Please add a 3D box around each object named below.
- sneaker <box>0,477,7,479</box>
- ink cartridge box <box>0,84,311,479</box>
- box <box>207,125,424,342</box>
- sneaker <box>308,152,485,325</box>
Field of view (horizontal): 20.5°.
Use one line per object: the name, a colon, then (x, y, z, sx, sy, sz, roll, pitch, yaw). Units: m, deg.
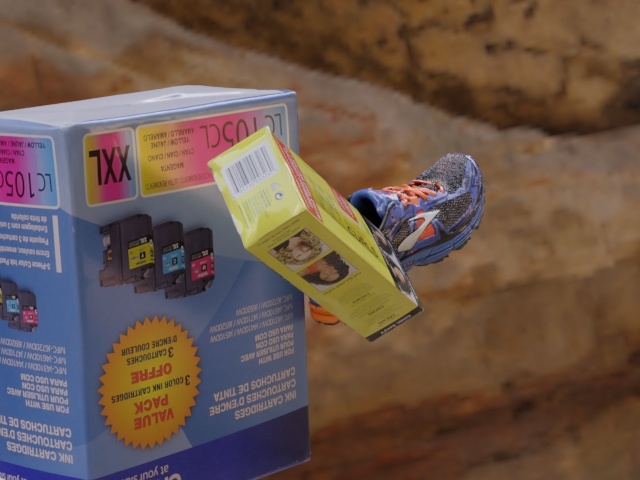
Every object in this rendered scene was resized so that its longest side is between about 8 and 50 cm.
sneaker: (-0.179, 0.312, 1.168, 0.135, 0.366, 0.150, -48, -11, 32)
ink cartridge box: (-0.149, 0.078, 1.495, 0.151, 0.395, 0.270, 9, 16, 41)
box: (0.000, 0.000, 1.376, 0.058, 0.087, 0.232, -32, -32, 12)
sneaker: (0.067, -0.016, 1.564, 0.083, 0.087, 0.221, 11, 42, 43)
